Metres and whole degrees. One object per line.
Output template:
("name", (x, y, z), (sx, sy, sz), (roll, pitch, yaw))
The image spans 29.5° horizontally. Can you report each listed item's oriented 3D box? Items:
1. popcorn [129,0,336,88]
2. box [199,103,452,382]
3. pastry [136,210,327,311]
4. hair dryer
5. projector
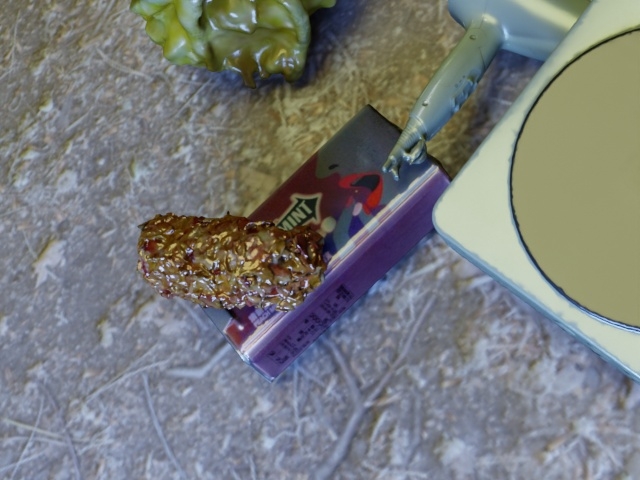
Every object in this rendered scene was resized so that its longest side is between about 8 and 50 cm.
("popcorn", (-0.080, -0.252, 1.130), (0.218, 0.169, 0.189), (-15, 56, 29))
("box", (0.000, 0.000, 1.011), (0.224, 0.069, 0.120), (-45, 51, 0))
("pastry", (-0.079, 0.012, 0.963), (0.169, 0.063, 0.087), (1, 61, 30))
("hair dryer", (0.145, -0.120, 0.970), (0.206, 0.075, 0.237), (34, 68, 32))
("projector", (0.253, -0.037, 0.865), (0.257, 0.079, 0.259), (38, 89, 24))
